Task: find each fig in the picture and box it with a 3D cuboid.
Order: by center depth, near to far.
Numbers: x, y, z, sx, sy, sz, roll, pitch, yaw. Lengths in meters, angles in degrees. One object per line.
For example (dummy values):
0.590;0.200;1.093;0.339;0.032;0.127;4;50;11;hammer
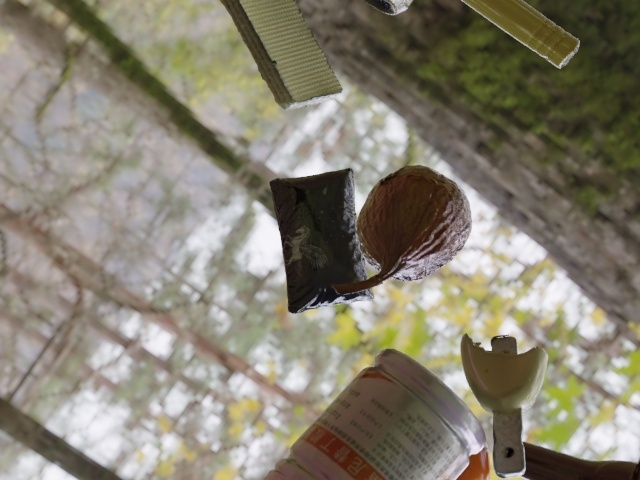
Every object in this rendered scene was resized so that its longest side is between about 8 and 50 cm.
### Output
0.096;0.004;1.762;0.201;0.133;0.146;-55;167;-54;fig

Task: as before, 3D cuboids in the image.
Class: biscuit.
-0.057;-0.271;2.024;0.040;0.199;0.121;-32;173;35;biscuit

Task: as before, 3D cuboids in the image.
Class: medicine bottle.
0.058;0.326;2.081;0.316;0.202;0.202;-47;-169;-14;medicine bottle

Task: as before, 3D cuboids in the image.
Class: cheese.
0.261;0.230;2.120;0.127;0.050;0.235;-6;-129;14;cheese

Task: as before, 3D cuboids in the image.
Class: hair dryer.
0.174;-0.284;1.750;0.135;0.278;0.090;-55;-179;-8;hair dryer
0.485;0.335;2.366;0.340;0.312;0.123;105;10;-49;hair dryer

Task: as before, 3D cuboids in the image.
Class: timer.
0.224;0.386;2.464;0.136;0.099;0.136;-2;-93;54;timer

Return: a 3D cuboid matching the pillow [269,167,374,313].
0.000;0.000;2.263;0.055;0.141;0.208;150;-70;-72;pillow
